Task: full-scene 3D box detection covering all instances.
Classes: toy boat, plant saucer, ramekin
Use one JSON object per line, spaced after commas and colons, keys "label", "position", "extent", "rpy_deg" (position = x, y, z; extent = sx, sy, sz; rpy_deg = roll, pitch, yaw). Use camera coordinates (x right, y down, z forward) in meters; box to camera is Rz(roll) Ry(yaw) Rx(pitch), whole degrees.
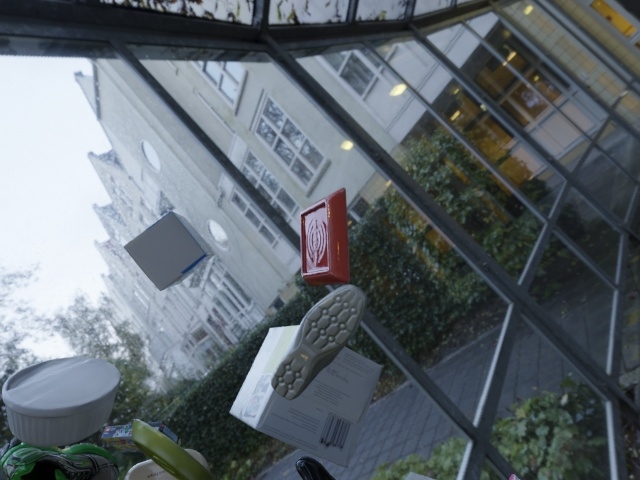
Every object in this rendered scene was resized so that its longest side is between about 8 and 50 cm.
{"label": "toy boat", "position": [-0.418, 0.692, 1.140], "extent": [0.231, 0.151, 0.151], "rpy_deg": [-11, 25, -16]}
{"label": "plant saucer", "position": [-0.349, 0.504, 0.954], "extent": [0.037, 0.241, 0.241], "rpy_deg": [-53, 1, -39]}
{"label": "plant saucer", "position": [0.000, 0.000, 1.187], "extent": [0.047, 0.259, 0.259], "rpy_deg": [1, -8, -25]}
{"label": "ramekin", "position": [-0.689, 0.430, 1.109], "extent": [0.273, 0.272, 0.127], "rpy_deg": [-21, -58, -72]}

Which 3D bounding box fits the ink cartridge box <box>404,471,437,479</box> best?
{"label": "ink cartridge box", "position": [0.267, 0.848, 1.209], "extent": [0.114, 0.197, 0.273], "rpy_deg": [4, 0, 32]}

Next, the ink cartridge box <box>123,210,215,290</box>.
{"label": "ink cartridge box", "position": [-0.453, 0.033, 1.276], "extent": [0.171, 0.168, 0.232], "rpy_deg": [-39, 4, -7]}

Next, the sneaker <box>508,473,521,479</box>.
{"label": "sneaker", "position": [0.420, 0.594, 0.871], "extent": [0.063, 0.074, 0.170], "rpy_deg": [16, -92, -60]}

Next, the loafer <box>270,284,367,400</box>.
{"label": "loafer", "position": [-0.002, 0.221, 0.932], "extent": [0.319, 0.112, 0.111], "rpy_deg": [-52, -9, 19]}

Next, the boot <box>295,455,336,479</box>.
{"label": "boot", "position": [-0.030, 0.996, 1.639], "extent": [0.094, 0.246, 0.207], "rpy_deg": [-61, -19, 12]}

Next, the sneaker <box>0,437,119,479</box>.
{"label": "sneaker", "position": [-0.742, 0.680, 1.193], "extent": [0.343, 0.146, 0.134], "rpy_deg": [41, -103, -44]}

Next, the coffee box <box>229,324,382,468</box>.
{"label": "coffee box", "position": [-0.056, 0.520, 1.428], "extent": [0.334, 0.337, 0.338], "rpy_deg": [-28, 34, 61]}

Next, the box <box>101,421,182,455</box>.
{"label": "box", "position": [-0.656, 0.733, 1.524], "extent": [0.233, 0.159, 0.044], "rpy_deg": [-10, 41, 10]}
